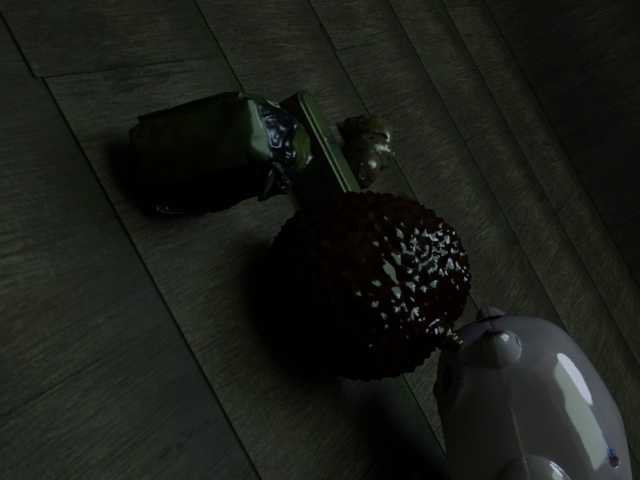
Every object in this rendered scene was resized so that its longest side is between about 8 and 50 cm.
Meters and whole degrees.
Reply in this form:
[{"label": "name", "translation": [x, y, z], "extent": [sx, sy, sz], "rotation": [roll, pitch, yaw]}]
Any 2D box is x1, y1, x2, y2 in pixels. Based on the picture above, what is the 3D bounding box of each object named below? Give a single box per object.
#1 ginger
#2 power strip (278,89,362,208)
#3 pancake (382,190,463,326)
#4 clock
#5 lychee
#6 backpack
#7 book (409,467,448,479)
[{"label": "ginger", "translation": [0.083, -0.160, 1.975], "extent": [0.104, 0.080, 0.204], "rotation": [20, 36, -8]}, {"label": "power strip", "translation": [0.025, -0.052, 1.737], "extent": [0.387, 0.092, 0.066], "rotation": [63, 26, 3]}, {"label": "pancake", "translation": [0.186, 0.033, 2.012], "extent": [0.282, 0.049, 0.282], "rotation": [42, 29, -31]}, {"label": "clock", "translation": [0.304, 0.288, 1.553], "extent": [0.368, 0.251, 0.376], "rotation": [-32, 110, -82]}, {"label": "lychee", "translation": [0.070, 0.059, 1.502], "extent": [0.304, 0.275, 0.276], "rotation": [32, 17, 20]}, {"label": "backpack", "translation": [-0.115, -0.106, 1.402], "extent": [0.253, 0.207, 0.140], "rotation": [4, 76, -70]}, {"label": "book", "translation": [0.232, 0.468, 1.680], "extent": [0.269, 0.025, 0.191], "rotation": [32, 38, -47]}]
